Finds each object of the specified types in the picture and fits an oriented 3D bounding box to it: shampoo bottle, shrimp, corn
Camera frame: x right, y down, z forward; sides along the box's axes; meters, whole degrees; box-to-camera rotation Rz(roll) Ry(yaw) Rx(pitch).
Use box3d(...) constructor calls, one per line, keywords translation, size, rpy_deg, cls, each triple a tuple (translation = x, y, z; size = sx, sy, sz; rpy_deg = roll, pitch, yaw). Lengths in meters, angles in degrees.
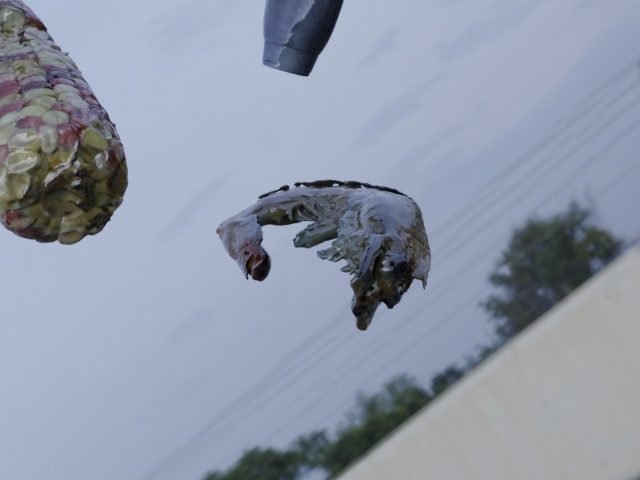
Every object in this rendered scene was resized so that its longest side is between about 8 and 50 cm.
box3d(translation=(0.000, -0.257, 1.234), size=(0.049, 0.087, 0.234), rpy_deg=(9, -79, -39), cls="shampoo bottle")
box3d(translation=(0.000, -0.001, 1.121), size=(0.173, 0.058, 0.253), rpy_deg=(2, 20, 6), cls="shrimp")
box3d(translation=(-0.204, -0.099, 0.961), size=(0.098, 0.290, 0.098), rpy_deg=(-14, -52, -18), cls="corn")
